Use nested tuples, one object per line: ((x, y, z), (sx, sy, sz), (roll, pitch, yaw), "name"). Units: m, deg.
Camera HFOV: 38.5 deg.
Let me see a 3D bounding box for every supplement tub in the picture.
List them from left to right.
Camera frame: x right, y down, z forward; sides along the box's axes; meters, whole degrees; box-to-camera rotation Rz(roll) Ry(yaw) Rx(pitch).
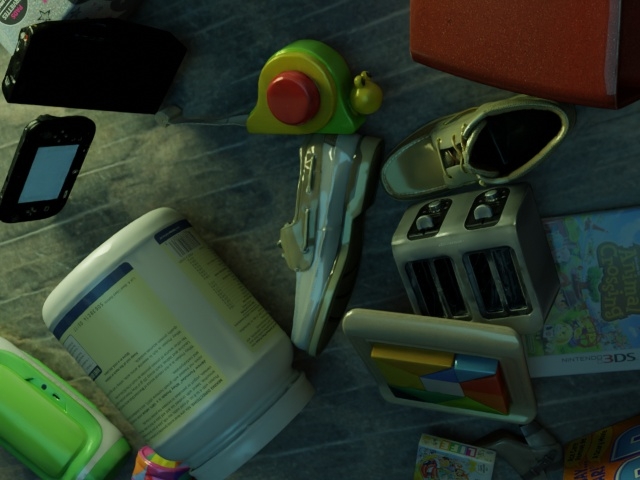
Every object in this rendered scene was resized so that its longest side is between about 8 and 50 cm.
((-0.186, 0.144, 1.235), (0.235, 0.235, 0.325), (-41, 89, 20), "supplement tub")

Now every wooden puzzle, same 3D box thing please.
((0.155, 0.170, 1.162), (0.220, 0.044, 0.239), (6, 149, 21), "wooden puzzle")

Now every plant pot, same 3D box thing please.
((0.239, -0.290, 1.014), (0.235, 0.267, 0.267), (5, 104, 27), "plant pot")

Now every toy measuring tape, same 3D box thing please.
((-0.076, -0.201, 1.194), (0.330, 0.121, 0.121), (4, 104, 24), "toy measuring tape")

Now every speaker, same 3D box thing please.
((-0.434, 0.268, 1.393), (0.296, 0.131, 0.131), (37, 110, 5), "speaker")

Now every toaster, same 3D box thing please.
((0.194, 0.035, 1.135), (0.168, 0.110, 0.186), (-9, 112, 30), "toaster")

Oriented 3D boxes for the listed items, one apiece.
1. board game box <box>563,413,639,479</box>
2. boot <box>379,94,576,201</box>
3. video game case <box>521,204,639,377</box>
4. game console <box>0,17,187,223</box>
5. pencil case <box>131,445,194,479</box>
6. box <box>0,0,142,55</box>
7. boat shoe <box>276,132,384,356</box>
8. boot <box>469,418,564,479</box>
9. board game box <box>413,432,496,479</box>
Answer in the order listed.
((0.513, 0.387, 1.025), (0.356, 0.356, 0.356), (-28, 94, 20), "board game box")
((0.174, -0.104, 1.090), (0.261, 0.203, 0.095), (-19, 97, 19), "boot")
((0.348, 0.068, 1.176), (0.193, 0.023, 0.213), (-7, 100, 17), "video game case")
((-0.339, -0.152, 1.250), (0.361, 0.213, 0.044), (-55, 51, 37), "game console")
((-0.255, 0.429, 1.374), (0.104, 0.104, 0.236), (17, 96, 11), "pencil case")
((-0.316, -0.357, 1.192), (0.247, 0.163, 0.142), (-43, 87, 20), "box")
((0.000, 0.000, 1.221), (0.103, 0.113, 0.302), (16, 96, 13), "boat shoe")
((0.269, 0.296, 1.243), (0.118, 0.042, 0.087), (-27, 96, 20), "boot")
((0.180, 0.344, 1.265), (0.103, 0.026, 0.154), (11, 121, 13), "board game box")
